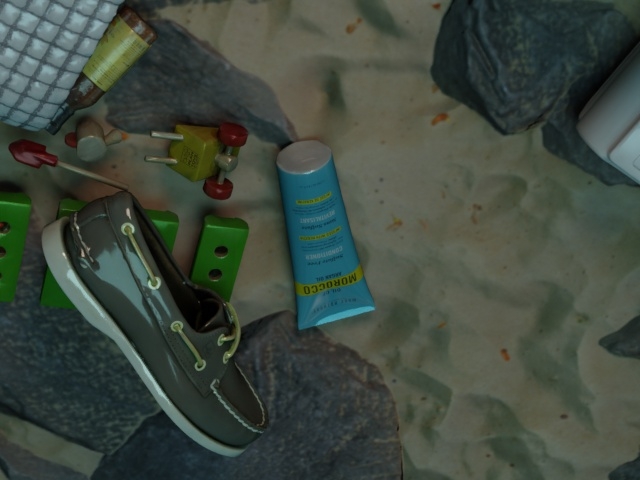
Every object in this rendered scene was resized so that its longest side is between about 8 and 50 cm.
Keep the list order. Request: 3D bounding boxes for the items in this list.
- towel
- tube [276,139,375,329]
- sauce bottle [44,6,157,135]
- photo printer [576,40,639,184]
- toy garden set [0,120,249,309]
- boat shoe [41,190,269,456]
[{"bbox_3d":[-0.267,-0.251,1.227,0.235,0.121,0.283,22,115,-24],"label":"towel"},{"bbox_3d":[0.000,0.000,1.494,0.080,0.052,0.207,-12,129,1],"label":"tube"},{"bbox_3d":[-0.197,-0.145,1.343,0.128,0.042,0.042,-45,122,2],"label":"sauce bottle"},{"bbox_3d":[0.429,-0.154,1.469,0.256,0.107,0.307,30,109,-27],"label":"photo printer"},{"bbox_3d":[-0.187,-0.031,1.425,0.244,0.049,0.204,7,121,-17],"label":"toy garden set"},{"bbox_3d":[-0.129,0.081,1.415,0.091,0.109,0.305,-30,121,13],"label":"boat shoe"}]
